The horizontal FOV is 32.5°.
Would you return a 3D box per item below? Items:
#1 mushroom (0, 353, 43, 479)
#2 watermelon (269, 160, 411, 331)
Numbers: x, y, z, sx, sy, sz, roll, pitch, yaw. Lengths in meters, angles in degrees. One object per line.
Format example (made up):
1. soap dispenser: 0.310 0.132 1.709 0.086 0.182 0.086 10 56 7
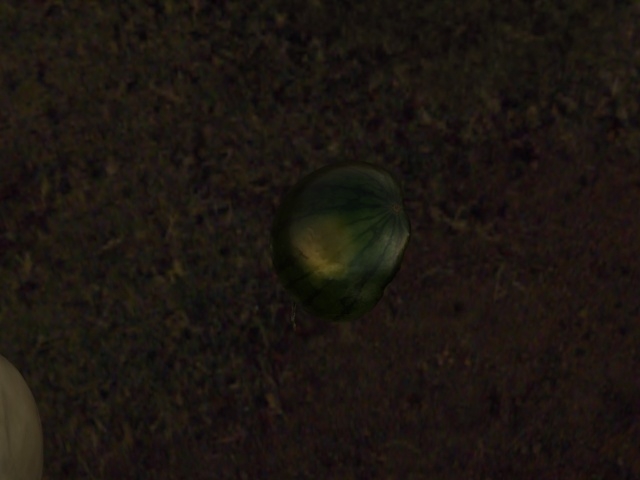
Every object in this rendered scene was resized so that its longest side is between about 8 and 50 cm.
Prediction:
1. mushroom: -0.360 0.155 0.872 0.315 0.315 0.356 26 88 23
2. watermelon: 0.004 -0.004 1.365 0.127 0.232 0.204 16 73 -31
